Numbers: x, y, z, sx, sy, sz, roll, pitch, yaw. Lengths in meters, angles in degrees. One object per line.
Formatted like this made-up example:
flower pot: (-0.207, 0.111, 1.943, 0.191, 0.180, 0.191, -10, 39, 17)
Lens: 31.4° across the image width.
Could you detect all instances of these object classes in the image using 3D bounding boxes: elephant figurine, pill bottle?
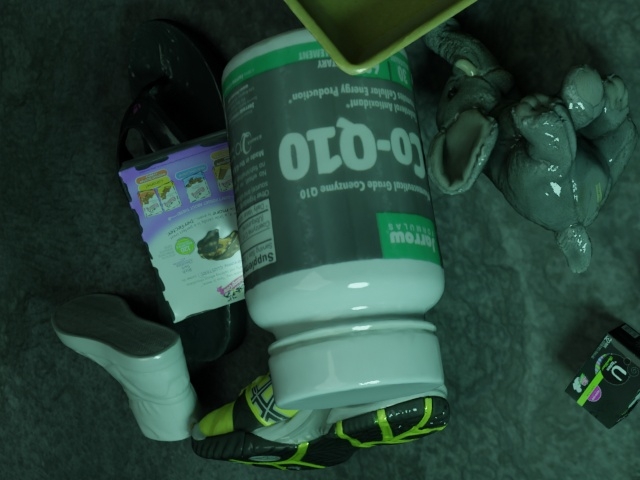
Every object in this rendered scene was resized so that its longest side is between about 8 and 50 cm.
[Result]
elephant figurine: (0.184, -0.108, 1.154, 0.239, 0.186, 0.169, 15, 152, 44)
pill bottle: (0.016, -0.018, 1.169, 0.204, 0.204, 0.361, -19, 72, 38)

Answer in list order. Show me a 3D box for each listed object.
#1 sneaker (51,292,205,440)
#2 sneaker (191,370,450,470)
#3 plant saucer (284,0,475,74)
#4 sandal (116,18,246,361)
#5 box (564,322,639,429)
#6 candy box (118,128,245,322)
sneaker: (-0.264, 0.180, 1.554, 0.292, 0.108, 0.169, 21, 134, 52)
sneaker: (-0.006, 0.187, 1.369, 0.385, 0.145, 0.147, -21, 63, 37)
plant saucer: (0.064, -0.345, 1.128, 0.333, 0.333, 0.081, 53, 168, 16)
sandal: (-0.180, -0.058, 1.442, 0.168, 0.107, 0.445, -2, 100, 37)
box: (0.302, 0.138, 1.160, 0.062, 0.052, 0.083, 41, 120, 24)
candy box: (-0.130, -0.022, 1.360, 0.165, 0.070, 0.196, -18, 104, -2)
